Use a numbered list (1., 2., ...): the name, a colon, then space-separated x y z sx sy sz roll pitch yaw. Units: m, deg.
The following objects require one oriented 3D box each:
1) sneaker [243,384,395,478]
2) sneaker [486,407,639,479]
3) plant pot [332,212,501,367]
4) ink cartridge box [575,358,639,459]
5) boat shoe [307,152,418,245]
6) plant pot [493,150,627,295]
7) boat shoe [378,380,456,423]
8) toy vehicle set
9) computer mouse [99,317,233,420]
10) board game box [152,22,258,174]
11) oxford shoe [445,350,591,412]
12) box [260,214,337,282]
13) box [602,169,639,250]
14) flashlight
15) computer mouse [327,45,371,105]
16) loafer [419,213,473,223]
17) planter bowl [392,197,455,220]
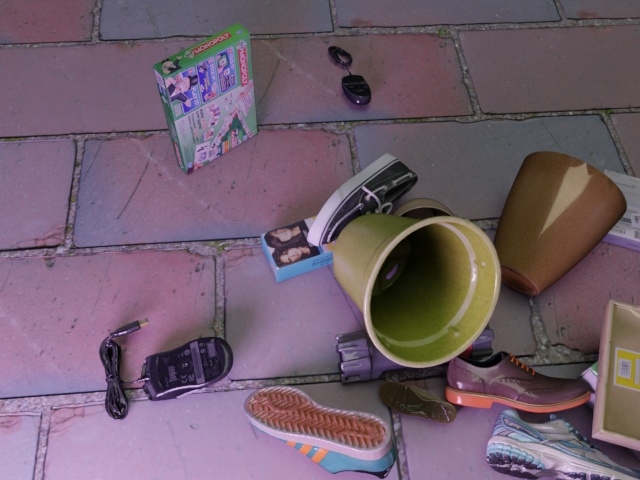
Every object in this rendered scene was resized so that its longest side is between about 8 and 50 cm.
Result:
1. sneaker: -0.007 0.360 1.204 0.302 0.121 0.108 11 39 29
2. sneaker: 0.453 0.380 1.203 0.283 0.110 0.122 15 55 7
3. plant pot: 0.150 0.060 1.248 0.276 0.276 0.254 -24 24 -16
4. ink cartridge box: 0.672 0.262 1.273 0.289 0.121 0.211 -33 64 -20
5. boat shoe: 0.098 -0.071 1.398 0.105 0.113 0.306 37 49 17
6. plant pot: 0.476 -0.017 1.403 0.237 0.237 0.254 32 78 17
7. boat shoe: 0.188 0.313 1.276 0.153 0.048 0.056 13 84 14
8. toy vehicle set: 0.589 0.247 1.188 0.166 0.035 0.266 15 59 9
9. computer mouse: -0.304 0.231 1.299 0.262 0.060 0.184 -22 65 -1
10. board game box: -0.246 -0.308 1.481 0.213 0.317 0.046 -35 65 -22
11. oxford shoe: 0.376 0.264 1.249 0.271 0.097 0.098 2 93 0
12. box: 0.000 0.000 1.449 0.244 0.060 0.100 -19 61 -14
13. box: 0.717 -0.068 1.531 0.145 0.038 0.186 16 60 7
14. flashlight: 0.184 0.202 1.309 0.304 0.103 0.103 -6 32 -5
15. computer mouse: 0.071 -0.433 1.741 0.071 0.041 0.242 -8 52 -17
16. loafer: 0.289 -0.044 1.499 0.125 0.039 0.045 11 58 5
17. planter bowl: 0.220 -0.027 1.432 0.162 0.162 0.109 4 31 1
